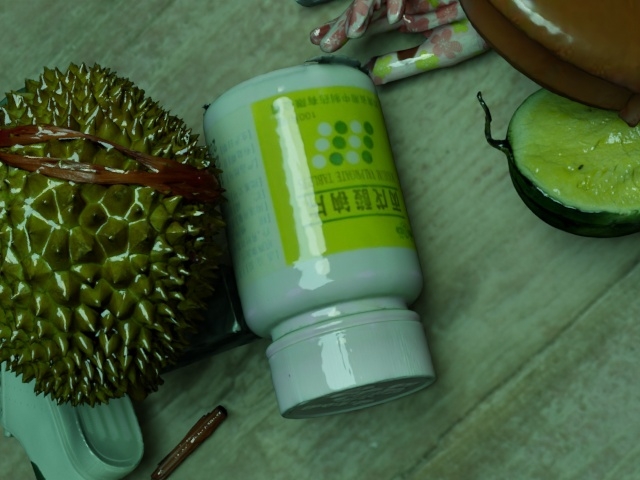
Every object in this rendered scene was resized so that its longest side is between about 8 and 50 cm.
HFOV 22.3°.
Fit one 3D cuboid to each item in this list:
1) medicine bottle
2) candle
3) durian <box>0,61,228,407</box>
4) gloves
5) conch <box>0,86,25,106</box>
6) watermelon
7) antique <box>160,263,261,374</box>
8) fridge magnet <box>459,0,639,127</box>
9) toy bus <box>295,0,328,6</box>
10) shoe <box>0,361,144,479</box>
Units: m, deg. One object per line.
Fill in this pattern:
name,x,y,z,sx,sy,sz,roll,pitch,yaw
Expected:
medicine bottle,0.000,0.000,1.870,0.213,0.213,0.378,-18,76,17
candle,-0.175,0.265,1.997,0.167,0.021,0.026,-47,42,9
durian,-0.254,-0.006,1.798,0.347,0.347,0.384,-18,89,17
gloves,0.108,-0.271,1.920,0.241,0.145,0.126,-2,66,10
conch,-0.326,-0.103,2.043,0.220,0.195,0.277,-37,44,-13
watermelon,0.305,-0.082,1.805,0.232,0.127,0.204,-9,53,-1
antique,-0.173,0.103,1.987,0.183,0.086,0.088,-20,74,17
fridge magnet,0.290,-0.272,1.752,0.363,0.363,0.155,48,130,21
toy bus,0.051,-0.343,1.989,0.190,0.064,0.075,-12,83,19
shoe,-0.345,0.166,2.034,0.160,0.132,0.363,-43,60,32
